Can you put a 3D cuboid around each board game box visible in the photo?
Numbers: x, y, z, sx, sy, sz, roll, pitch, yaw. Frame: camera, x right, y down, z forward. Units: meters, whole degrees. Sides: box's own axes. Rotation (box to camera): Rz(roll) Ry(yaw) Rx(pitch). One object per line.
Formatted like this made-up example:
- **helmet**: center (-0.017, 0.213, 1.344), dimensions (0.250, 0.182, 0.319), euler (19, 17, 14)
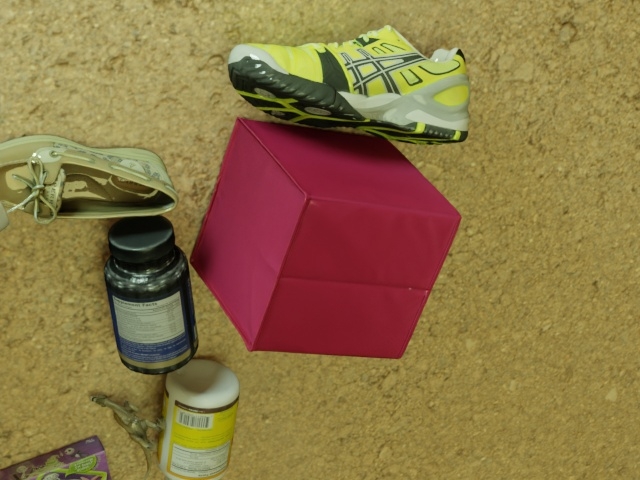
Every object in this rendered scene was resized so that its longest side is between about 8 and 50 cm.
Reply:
- **board game box**: center (-0.489, 0.449, 2.199), dimensions (0.346, 0.056, 0.208), euler (-18, 132, -18)

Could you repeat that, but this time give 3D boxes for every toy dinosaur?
- **toy dinosaur**: center (-0.282, 0.295, 2.182), dimensions (0.053, 0.092, 0.183), euler (-50, 123, -32)

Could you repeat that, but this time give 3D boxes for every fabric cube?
- **fabric cube**: center (0.000, 0.000, 2.032), dimensions (0.258, 0.254, 0.259), euler (5, 118, -32)

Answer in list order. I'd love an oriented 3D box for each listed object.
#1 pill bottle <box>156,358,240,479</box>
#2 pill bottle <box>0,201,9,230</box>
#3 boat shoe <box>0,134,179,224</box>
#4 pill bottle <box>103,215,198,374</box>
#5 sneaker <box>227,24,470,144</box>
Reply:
- **pill bottle**: center (-0.195, 0.302, 2.214), dimensions (0.117, 0.117, 0.215), euler (-6, 123, -26)
- **pill bottle**: center (-0.578, 0.014, 1.718), dimensions (0.361, 0.204, 0.204), euler (-37, 132, -17)
- **boat shoe**: center (-0.331, -0.078, 1.904), dimensions (0.285, 0.089, 0.105), euler (-3, 122, -27)
- **pill bottle**: center (-0.246, 0.076, 2.033), dimensions (0.122, 0.123, 0.219), euler (-17, 126, -19)
- **sneaker**: center (0.042, -0.235, 2.003), dimensions (0.384, 0.145, 0.147), euler (10, 84, -31)
